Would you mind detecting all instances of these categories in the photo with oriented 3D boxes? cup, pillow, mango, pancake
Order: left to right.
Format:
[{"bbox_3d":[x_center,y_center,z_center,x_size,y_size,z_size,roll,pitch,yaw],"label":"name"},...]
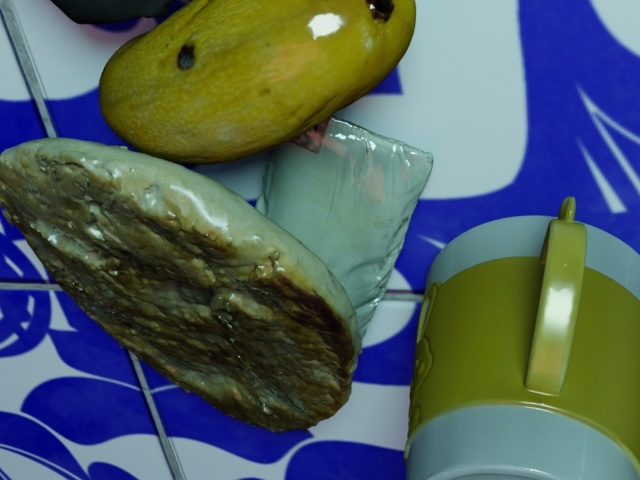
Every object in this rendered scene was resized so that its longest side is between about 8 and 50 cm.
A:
[{"bbox_3d":[-0.117,0.039,0.686,0.356,0.065,0.356,22,152,12],"label":"pancake"},{"bbox_3d":[-0.050,-0.116,0.573,0.262,0.157,0.109,-12,127,44],"label":"mango"},{"bbox_3d":[0.000,0.000,0.696,0.128,0.051,0.229,19,127,2],"label":"pillow"},{"bbox_3d":[0.149,0.094,0.600,0.185,0.226,0.241,9,134,12],"label":"cup"}]

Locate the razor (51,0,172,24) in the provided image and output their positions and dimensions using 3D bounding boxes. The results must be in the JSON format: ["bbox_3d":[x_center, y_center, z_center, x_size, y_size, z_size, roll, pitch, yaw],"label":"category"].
[{"bbox_3d":[-0.171,-0.299,0.507,0.204,0.113,0.349,-23,114,28],"label":"razor"}]
